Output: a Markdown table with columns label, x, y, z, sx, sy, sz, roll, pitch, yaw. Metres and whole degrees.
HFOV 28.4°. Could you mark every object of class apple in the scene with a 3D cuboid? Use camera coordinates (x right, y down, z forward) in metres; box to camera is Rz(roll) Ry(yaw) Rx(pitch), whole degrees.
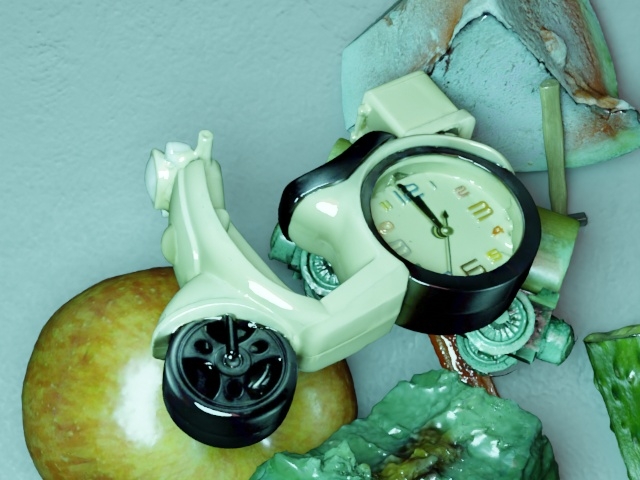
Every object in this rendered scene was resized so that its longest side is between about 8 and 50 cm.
| label | x | y | z | sx | sy | sz | roll | pitch | yaw |
| --- | --- | --- | --- | --- | --- | --- | --- | --- | --- |
| apple | -0.118 | 0.156 | 1.163 | 0.309 | 0.250 | 0.277 | -7 | 79 | -3 |

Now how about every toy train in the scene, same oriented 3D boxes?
| label | x | y | z | sx | sy | sz | roll | pitch | yaw |
| --- | --- | --- | --- | --- | --- | --- | --- | --- | --- |
| toy train | 0.108 | 0.012 | 1.206 | 0.307 | 0.126 | 0.189 | 20 | 86 | 8 |

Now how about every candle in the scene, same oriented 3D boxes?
| label | x | y | z | sx | sy | sz | roll | pitch | yaw |
| --- | --- | --- | --- | --- | --- | --- | --- | --- | --- |
| candle | 0.126 | 0.088 | 1.284 | 0.051 | 0.048 | 0.329 | -29 | 79 | 35 |

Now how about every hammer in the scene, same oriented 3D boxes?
| label | x | y | z | sx | sy | sz | roll | pitch | yaw |
| --- | --- | --- | --- | --- | --- | --- | --- | --- | --- |
| hammer | 0.229 | -0.080 | 1.254 | 0.062 | 0.199 | 0.013 | -11 | 45 | 5 |

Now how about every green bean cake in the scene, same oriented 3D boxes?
| label | x | y | z | sx | sy | sz | roll | pitch | yaw |
| --- | --- | --- | --- | --- | --- | --- | --- | --- | --- |
| green bean cake | 0.059 | 0.253 | 1.090 | 0.169 | 0.300 | 0.308 | 26 | 71 | 31 |

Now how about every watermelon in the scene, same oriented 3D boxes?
| label | x | y | z | sx | sy | sz | roll | pitch | yaw |
| --- | --- | --- | --- | --- | --- | --- | --- | --- | --- |
| watermelon | 0.188 | -0.218 | 1.254 | 0.320 | 0.213 | 0.289 | 13 | 78 | 9 |

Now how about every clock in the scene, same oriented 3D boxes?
| label | x | y | z | sx | sy | sz | roll | pitch | yaw |
| --- | --- | --- | --- | --- | --- | --- | --- | --- | --- |
| clock | 0.000 | 0.000 | 1.079 | 0.379 | 0.120 | 0.276 | -20 | 59 | -27 |

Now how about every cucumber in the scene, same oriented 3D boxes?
| label | x | y | z | sx | sy | sz | roll | pitch | yaw |
| --- | --- | --- | --- | --- | --- | --- | --- | --- | --- |
| cucumber | 0.347 | 0.191 | 1.239 | 0.134 | 0.134 | 0.244 | -13 | 90 | -3 |
